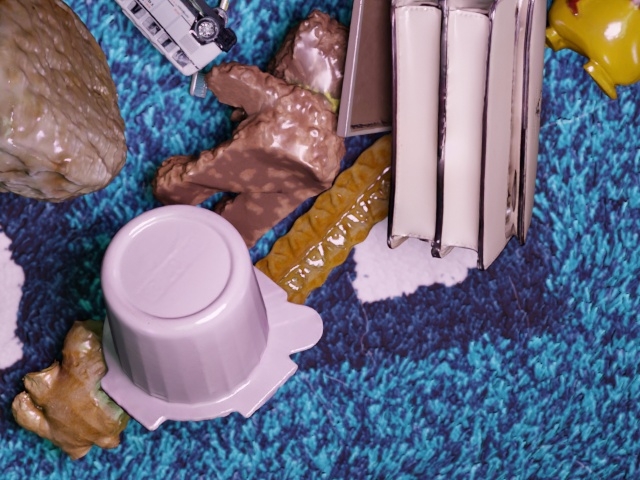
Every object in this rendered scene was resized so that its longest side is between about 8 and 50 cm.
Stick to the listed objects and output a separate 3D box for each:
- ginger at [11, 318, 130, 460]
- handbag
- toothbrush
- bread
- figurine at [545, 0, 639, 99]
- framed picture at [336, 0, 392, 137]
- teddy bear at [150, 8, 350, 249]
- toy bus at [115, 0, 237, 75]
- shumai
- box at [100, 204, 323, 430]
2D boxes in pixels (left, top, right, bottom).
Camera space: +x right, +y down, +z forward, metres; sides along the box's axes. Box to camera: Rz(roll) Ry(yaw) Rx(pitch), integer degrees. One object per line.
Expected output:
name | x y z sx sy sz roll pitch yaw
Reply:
ginger | -0.306 0.194 1.722 0.157 0.102 0.216 40 97 5
handbag | 0.203 -0.170 1.644 0.160 0.237 0.358 11 118 23
toothbrush | -0.131 -0.314 1.663 0.026 0.022 0.263 15 102 -2
bread | 0.001 0.001 1.749 0.084 0.077 0.367 42 94 -21
figurine | 0.443 -0.355 1.711 0.327 0.218 0.169 -39 150 -8
framed picture | 0.115 -0.237 1.649 0.265 0.018 0.192 -12 115 -52
teddy bear | -0.067 -0.153 1.662 0.296 0.222 0.246 -24 137 35
toy bus | -0.197 -0.298 1.612 0.089 0.087 0.194 -39 102 19
shumai | -0.414 -0.148 1.549 0.288 0.330 0.292 -22 71 13
box | -0.147 0.083 1.592 0.291 0.206 0.262 0 62 3
